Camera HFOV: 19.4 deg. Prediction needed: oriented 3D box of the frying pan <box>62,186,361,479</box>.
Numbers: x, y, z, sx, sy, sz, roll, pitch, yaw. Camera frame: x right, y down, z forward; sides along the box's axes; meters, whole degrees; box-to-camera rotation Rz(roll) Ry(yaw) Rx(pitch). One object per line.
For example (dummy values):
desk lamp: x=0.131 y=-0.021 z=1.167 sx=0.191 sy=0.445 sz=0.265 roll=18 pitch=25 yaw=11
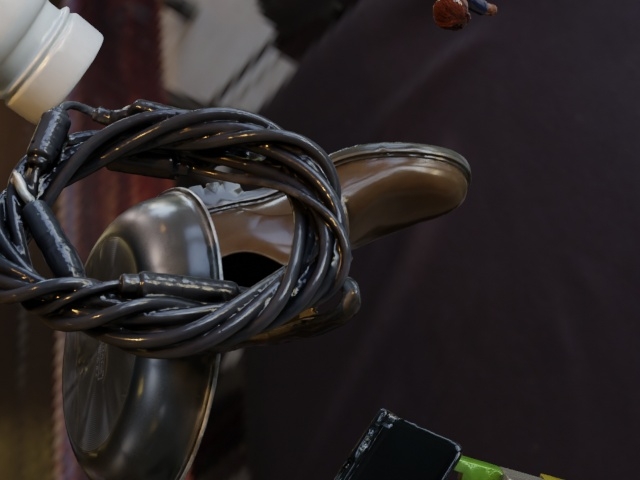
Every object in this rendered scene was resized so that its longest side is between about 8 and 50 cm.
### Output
frying pan: x=-0.083 y=0.078 z=1.053 sx=0.326 sy=0.053 sz=0.197 roll=29 pitch=108 yaw=64

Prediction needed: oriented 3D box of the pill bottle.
pill bottle: x=-0.311 y=-0.209 z=1.642 sx=0.131 sy=0.229 sz=0.131 roll=-46 pitch=18 yaw=20

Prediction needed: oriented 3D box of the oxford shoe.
oxford shoe: x=0.000 y=0.000 z=1.265 sx=0.227 sy=0.083 sz=0.096 roll=-18 pitch=51 yaw=-4

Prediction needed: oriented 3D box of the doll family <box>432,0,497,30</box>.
doll family: x=0.068 y=-0.218 z=1.198 sx=0.076 sy=0.193 sz=0.111 roll=-31 pitch=34 yaw=35

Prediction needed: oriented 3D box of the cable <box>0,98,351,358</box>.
cable: x=-0.075 y=-0.007 z=0.916 sx=0.047 sy=0.184 sz=0.150 roll=91 pitch=-157 yaw=-46

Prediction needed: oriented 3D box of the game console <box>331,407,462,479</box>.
game console: x=0.041 y=0.197 z=1.418 sx=0.122 sy=0.071 sz=0.107 roll=-55 pitch=-4 yaw=-19

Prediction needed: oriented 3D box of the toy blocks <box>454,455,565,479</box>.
toy blocks: x=0.273 y=0.380 z=1.749 sx=0.191 sy=0.381 sz=0.261 roll=-133 pitch=59 yaw=-90
